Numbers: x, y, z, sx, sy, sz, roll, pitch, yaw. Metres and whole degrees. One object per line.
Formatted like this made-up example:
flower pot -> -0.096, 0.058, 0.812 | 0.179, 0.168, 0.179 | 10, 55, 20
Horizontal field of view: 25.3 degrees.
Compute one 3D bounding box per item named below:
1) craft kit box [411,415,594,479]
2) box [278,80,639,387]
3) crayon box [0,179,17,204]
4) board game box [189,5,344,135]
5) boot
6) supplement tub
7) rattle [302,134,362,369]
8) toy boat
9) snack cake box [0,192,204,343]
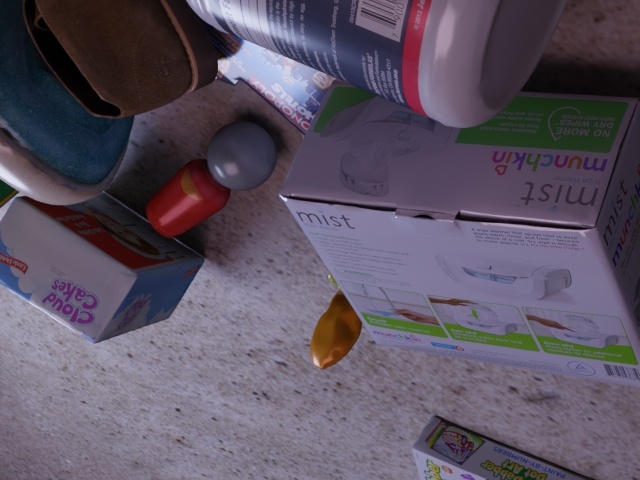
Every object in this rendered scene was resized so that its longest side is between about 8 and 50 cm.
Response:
craft kit box -> 0.238, 0.330, 1.640 | 0.247, 0.061, 0.250 | 21, 147, 31
box -> 0.136, -0.003, 1.135 | 0.262, 0.126, 0.231 | 7, 148, 31
crayon box -> -0.405, -0.050, 1.514 | 0.106, 0.313, 0.363 | 51, 149, -9
board game box -> -0.038, -0.175, 1.208 | 0.194, 0.060, 0.194 | 41, 152, -8
boot -> -0.213, -0.242, 1.196 | 0.305, 0.115, 0.112 | 58, 156, 3
supplement tub -> 0.023, -0.207, 0.962 | 0.272, 0.191, 0.191 | 26, 149, 20
rattle -> 0.000, 0.000, 1.345 | 0.130, 0.143, 0.199 | 41, 163, 34
toy boat -> -0.192, -0.125, 1.327 | 0.148, 0.267, 0.318 | -36, 126, 26
snack cake box -> -0.239, 0.024, 1.539 | 0.152, 0.089, 0.264 | 34, -172, 8
